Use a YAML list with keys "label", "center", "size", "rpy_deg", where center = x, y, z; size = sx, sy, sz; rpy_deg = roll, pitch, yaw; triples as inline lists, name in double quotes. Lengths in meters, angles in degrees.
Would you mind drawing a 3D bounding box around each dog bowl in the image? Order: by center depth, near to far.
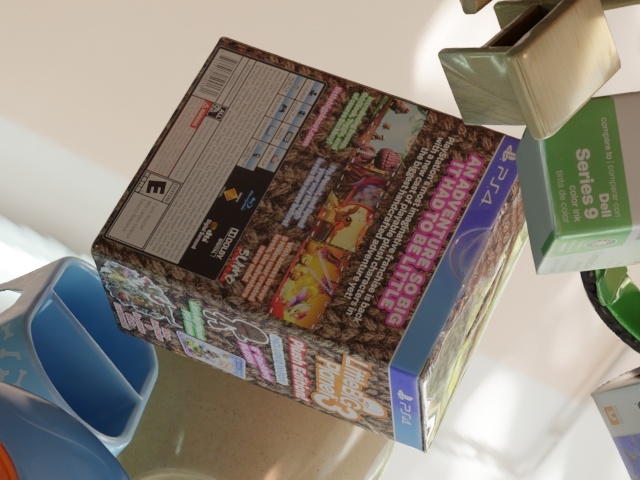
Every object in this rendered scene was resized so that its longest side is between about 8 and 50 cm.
- label: "dog bowl"
  center: [-0.217, 0.107, 1.492]
  size: [0.166, 0.074, 0.297]
  rpy_deg: [52, -167, -11]

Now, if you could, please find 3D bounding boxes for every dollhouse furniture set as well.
- label: "dollhouse furniture set"
  center: [0.103, -0.156, 0.651]
  size: [0.101, 0.161, 0.182]
  rpy_deg: [5, 128, 46]

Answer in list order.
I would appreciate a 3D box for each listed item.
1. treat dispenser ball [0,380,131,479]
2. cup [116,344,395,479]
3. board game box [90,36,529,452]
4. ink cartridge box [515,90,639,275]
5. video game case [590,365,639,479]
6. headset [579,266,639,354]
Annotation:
- label: "treat dispenser ball"
  center: [-0.245, 0.228, 1.121]
  size: [0.288, 0.288, 0.288]
  rpy_deg: [36, -170, -8]
- label: "cup"
  center: [-0.105, 0.242, 1.888]
  size: [0.331, 0.331, 0.237]
  rpy_deg: [36, -146, -6]
- label: "board game box"
  center: [0.000, 0.000, 1.446]
  size: [0.291, 0.232, 0.141]
  rpy_deg: [21, 153, 16]
- label: "ink cartridge box"
  center: [0.241, -0.043, 1.128]
  size: [0.154, 0.213, 0.093]
  rpy_deg: [81, -179, -80]
- label: "video game case"
  center: [0.323, 0.205, 1.243]
  size: [0.269, 0.061, 0.244]
  rpy_deg: [65, 159, 2]
- label: "headset"
  center: [0.393, 0.059, 1.412]
  size: [0.394, 0.185, 0.243]
  rpy_deg: [3, 138, 30]
